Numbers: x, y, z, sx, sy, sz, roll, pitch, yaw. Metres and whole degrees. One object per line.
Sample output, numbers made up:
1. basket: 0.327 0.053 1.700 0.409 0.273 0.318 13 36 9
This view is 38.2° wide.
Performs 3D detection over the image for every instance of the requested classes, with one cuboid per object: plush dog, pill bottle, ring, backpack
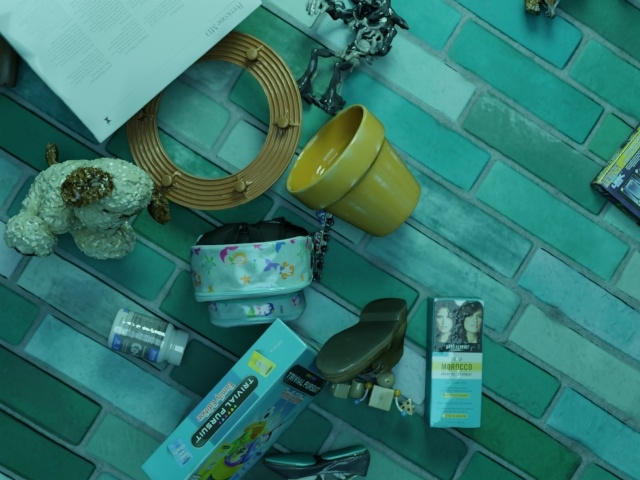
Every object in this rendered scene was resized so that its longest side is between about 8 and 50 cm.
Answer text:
1. plush dog: -0.386 -0.079 1.588 0.225 0.262 0.211 -8 83 33
2. pill bottle: -0.315 0.181 1.704 0.137 0.078 0.078 18 90 -4
3. ring: -0.199 -0.223 1.687 0.336 0.032 0.337 0 89 11
4. backpack: -0.118 0.053 1.625 0.225 0.253 0.191 -4 90 0

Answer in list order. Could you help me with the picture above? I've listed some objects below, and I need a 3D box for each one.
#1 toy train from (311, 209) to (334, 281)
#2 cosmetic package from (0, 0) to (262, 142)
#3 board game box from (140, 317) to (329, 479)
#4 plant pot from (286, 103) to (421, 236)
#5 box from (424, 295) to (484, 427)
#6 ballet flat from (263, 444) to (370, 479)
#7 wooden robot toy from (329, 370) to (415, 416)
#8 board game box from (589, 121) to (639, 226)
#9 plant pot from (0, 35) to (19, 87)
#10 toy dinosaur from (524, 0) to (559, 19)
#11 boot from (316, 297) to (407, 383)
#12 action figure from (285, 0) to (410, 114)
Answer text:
1. toy train: 0.000 0.000 1.755 0.036 0.027 0.158 12 91 6
2. cosmetic package: -0.334 -0.398 1.584 0.377 0.097 0.284 -41 109 -5
3. board game box: -0.128 0.309 1.631 0.079 0.254 0.336 42 88 21
4. plant pot: 0.074 -0.110 1.684 0.188 0.205 0.205 40 88 -21
5. box: 0.255 0.230 1.763 0.100 0.060 0.244 1 91 -5
6. ballet flat: -0.005 0.432 1.742 0.203 0.074 0.074 -5 91 -7
7. wooden robot toy: 0.108 0.272 1.740 0.173 0.076 0.079 16 96 -5
8. board game box: 0.633 -0.130 1.795 0.141 0.048 0.170 40 88 -2
9. plant pot: -0.600 -0.357 1.636 0.167 0.167 0.165 3 98 -5
10. toy dinosaur: 0.499 -0.567 1.733 0.218 0.164 0.322 24 111 11
11. boot: 0.088 0.203 1.643 0.112 0.305 0.115 0 105 26
12. action figure: 0.052 -0.370 1.690 0.164 0.141 0.276 35 93 28
